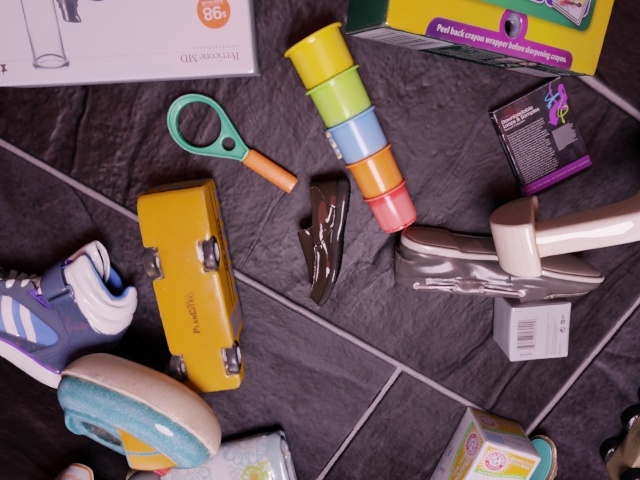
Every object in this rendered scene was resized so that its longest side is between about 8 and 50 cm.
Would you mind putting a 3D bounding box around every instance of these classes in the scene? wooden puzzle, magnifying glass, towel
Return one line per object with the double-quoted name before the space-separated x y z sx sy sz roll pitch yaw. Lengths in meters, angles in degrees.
"wooden puzzle" 0.040 -0.165 0.770 0.049 0.006 0.083 -25 104 6
"magnifying glass" -0.140 -0.151 0.763 0.230 0.026 0.092 32 103 -10
"towel" -0.175 0.575 0.869 0.320 0.090 0.375 -15 79 2

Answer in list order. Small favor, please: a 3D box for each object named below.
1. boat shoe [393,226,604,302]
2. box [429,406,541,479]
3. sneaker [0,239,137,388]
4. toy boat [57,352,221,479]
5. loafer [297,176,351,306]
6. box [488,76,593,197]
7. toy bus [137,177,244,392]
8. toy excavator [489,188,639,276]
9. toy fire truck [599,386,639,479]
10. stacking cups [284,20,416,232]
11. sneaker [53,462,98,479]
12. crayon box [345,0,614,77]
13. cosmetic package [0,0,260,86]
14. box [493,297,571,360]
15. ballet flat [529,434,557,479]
"boat shoe" 0.286 0.052 0.788 0.334 0.112 0.096 10 118 1
"box" 0.301 0.439 0.890 0.114 0.103 0.203 20 104 -6
"sneaker" -0.464 0.070 0.778 0.322 0.130 0.236 37 94 -6
"toy boat" -0.289 0.327 0.764 0.267 0.148 0.319 17 137 11
"loafer" 0.000 0.000 0.786 0.078 0.080 0.220 9 100 7
"box" 0.357 -0.163 0.763 0.115 0.029 0.162 -27 105 6
"toy bus" -0.201 0.076 0.770 0.108 0.130 0.333 -8 105 1
"toy excavator" 0.518 -0.081 0.640 0.444 0.432 0.223 -28 108 -33
"toy fire truck" 0.690 0.401 0.876 0.246 0.158 0.217 24 104 4
"stacking cups" 0.065 -0.163 0.721 0.095 0.096 0.316 -29 105 7
"sneaker" -0.458 0.553 0.914 0.126 0.128 0.321 14 130 2
"crayon box" 0.230 -0.397 0.594 0.362 0.106 0.314 0 106 -26
"cosmetic package" -0.286 -0.373 0.666 0.376 0.097 0.285 -3 108 0
"box" 0.362 0.141 0.816 0.101 0.087 0.101 -5 106 0
"ballet flat" 0.423 0.469 0.928 0.067 0.073 0.207 4 110 -30
